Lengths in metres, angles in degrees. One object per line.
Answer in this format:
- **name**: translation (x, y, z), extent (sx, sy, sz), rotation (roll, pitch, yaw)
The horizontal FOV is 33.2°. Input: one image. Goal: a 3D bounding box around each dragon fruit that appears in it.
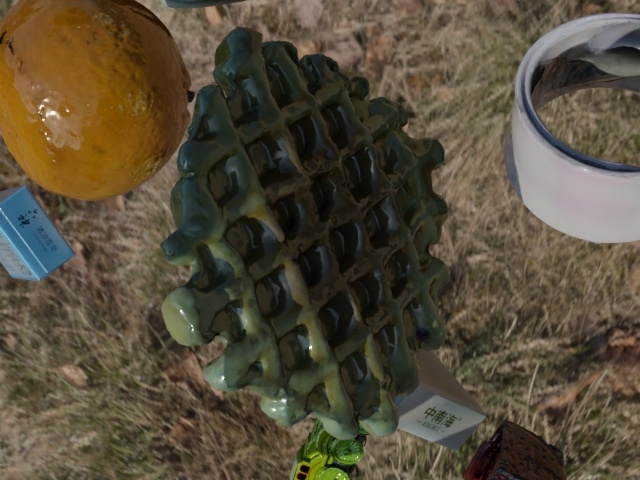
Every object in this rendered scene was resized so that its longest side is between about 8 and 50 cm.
- **dragon fruit**: translation (0.280, 0.366, 1.583), extent (0.127, 0.161, 0.120), rotation (34, 30, 2)

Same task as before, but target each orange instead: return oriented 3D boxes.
- **orange**: translation (-0.228, -0.147, 1.056), extent (0.193, 0.219, 0.219), rotation (-12, 63, -34)

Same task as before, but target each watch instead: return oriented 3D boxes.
- **watch**: translation (0.301, -0.101, 1.015), extent (0.231, 0.196, 0.244), rotation (32, 64, 24)

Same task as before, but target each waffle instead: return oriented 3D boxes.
- **waffle**: translation (0.000, 0.000, 0.824), extent (0.056, 0.309, 0.291), rotation (-6, 69, 40)

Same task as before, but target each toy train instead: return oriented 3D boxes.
- **toy train**: translation (0.038, 0.178, 1.221), extent (0.085, 0.053, 0.249), rotation (21, 109, -1)

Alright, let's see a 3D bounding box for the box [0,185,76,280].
- **box**: translation (-0.515, -0.011, 1.834), extent (0.083, 0.232, 0.142), rotation (-39, 106, -23)

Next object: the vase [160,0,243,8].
- **vase**: translation (-0.130, -0.433, 1.268), extent (0.245, 0.245, 0.291), rotation (-9, 109, 1)

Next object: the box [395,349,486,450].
- **box**: translation (0.089, 0.153, 1.386), extent (0.067, 0.155, 0.243), rotation (-50, 43, 10)
